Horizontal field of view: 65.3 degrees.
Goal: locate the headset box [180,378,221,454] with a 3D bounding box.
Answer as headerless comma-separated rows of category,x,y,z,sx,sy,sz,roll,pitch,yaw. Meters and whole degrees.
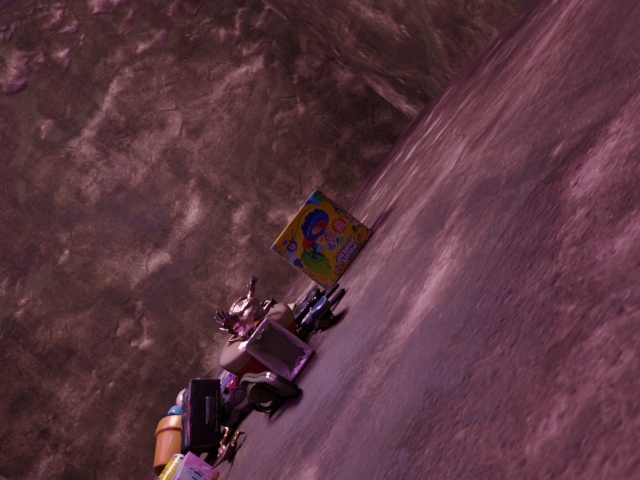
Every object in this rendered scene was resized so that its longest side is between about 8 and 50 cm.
headset box,-0.421,0.620,1.759,0.293,0.110,0.218,125,144,-55

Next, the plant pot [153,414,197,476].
plant pot,-0.577,0.842,2.004,0.205,0.205,0.188,-50,20,33

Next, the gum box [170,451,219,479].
gum box,-0.347,0.662,1.343,0.062,0.107,0.188,-53,4,1

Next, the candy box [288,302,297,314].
candy box,-0.170,0.355,2.075,0.105,0.027,0.205,-12,41,35

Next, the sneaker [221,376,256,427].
sneaker,-0.304,0.559,1.760,0.299,0.112,0.121,-50,4,42

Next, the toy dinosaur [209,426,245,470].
toy dinosaur,-0.264,0.598,1.430,0.211,0.064,0.112,112,175,-68

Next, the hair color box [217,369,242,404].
hair color box,-0.381,0.613,2.251,0.185,0.110,0.339,-52,5,-8

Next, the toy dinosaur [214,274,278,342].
toy dinosaur,-0.249,0.236,1.581,0.200,0.127,0.296,-48,2,-22

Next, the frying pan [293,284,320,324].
frying pan,-0.033,0.233,1.950,0.326,0.053,0.197,-45,8,50

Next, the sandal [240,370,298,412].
sandal,-0.153,0.410,1.332,0.303,0.120,0.086,-45,22,62

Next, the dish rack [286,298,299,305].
dish rack,-0.159,0.352,2.210,0.208,0.074,0.271,-57,7,-36

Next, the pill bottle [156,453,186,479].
pill bottle,-0.522,0.853,1.746,0.103,0.103,0.184,-50,5,40

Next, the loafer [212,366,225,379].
loafer,-0.425,0.645,2.549,0.365,0.134,0.130,-62,25,11

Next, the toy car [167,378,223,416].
toy car,-0.567,0.796,2.248,0.238,0.210,0.219,-65,-7,32

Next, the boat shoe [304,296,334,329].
boat shoe,0.007,0.218,1.470,0.066,0.066,0.183,-52,-3,-24

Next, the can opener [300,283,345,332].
can opener,0.006,0.213,1.593,0.186,0.059,0.073,-53,3,-3

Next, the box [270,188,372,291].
box,0.000,0.000,1.968,0.290,0.279,0.177,-54,4,-4

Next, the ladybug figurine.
ladybug figurine,-0.200,0.359,1.740,0.305,0.162,0.449,-39,4,-1

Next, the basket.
basket,-0.118,0.308,1.434,0.113,0.167,0.103,-54,-1,-8
